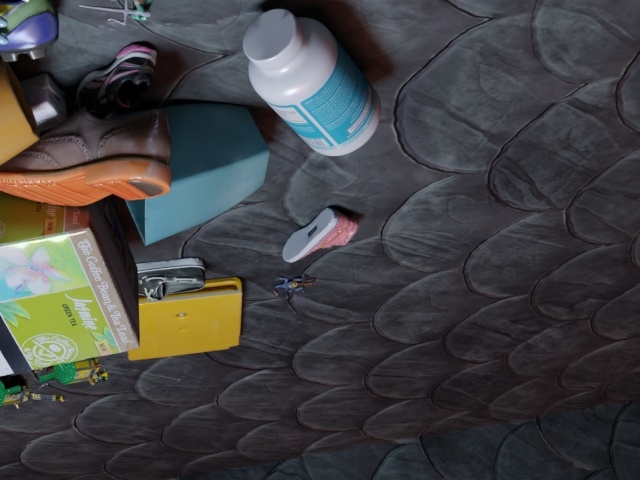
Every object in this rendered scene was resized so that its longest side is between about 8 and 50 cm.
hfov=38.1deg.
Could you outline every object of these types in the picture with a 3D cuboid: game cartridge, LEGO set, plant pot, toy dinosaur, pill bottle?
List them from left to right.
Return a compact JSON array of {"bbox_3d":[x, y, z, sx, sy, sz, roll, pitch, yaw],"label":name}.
[{"bbox_3d":[-0.520,-0.171,1.343,0.188,0.205,0.205,-22,151,-7],"label":"plant pot"},{"bbox_3d":[-0.558,0.217,1.974,0.331,0.255,0.192,-29,165,29],"label":"LEGO set"},{"bbox_3d":[-0.333,0.193,2.229,0.285,0.052,0.323,-6,152,-10],"label":"game cartridge"},{"bbox_3d":[-0.217,-0.132,1.583,0.234,0.165,0.165,-19,154,-21],"label":"plant pot"},{"bbox_3d":[-0.070,0.111,2.183,0.082,0.047,0.090,-11,167,39],"label":"toy dinosaur"},{"bbox_3d":[-0.016,-0.251,1.460,0.146,0.146,0.264,-22,149,18],"label":"pill bottle"}]

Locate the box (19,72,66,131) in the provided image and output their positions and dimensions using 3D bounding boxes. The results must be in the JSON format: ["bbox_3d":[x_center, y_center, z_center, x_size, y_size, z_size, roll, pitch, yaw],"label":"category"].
[{"bbox_3d":[-0.564,-0.181,1.477,0.324,0.063,0.067,-16,150,9],"label":"box"}]

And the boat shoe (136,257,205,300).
[{"bbox_3d":[-0.359,0.091,2.013,0.219,0.070,0.078,-11,150,-1],"label":"boat shoe"}]

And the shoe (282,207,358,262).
[{"bbox_3d":[0.000,0.000,1.984,0.081,0.063,0.178,21,134,-36],"label":"shoe"}]

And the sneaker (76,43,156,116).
[{"bbox_3d":[-0.324,-0.232,1.456,0.072,0.077,0.178,17,141,-38],"label":"sneaker"}]

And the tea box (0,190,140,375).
[{"bbox_3d":[-0.520,0.047,1.668,0.324,0.220,0.329,-12,136,-1],"label":"tea box"}]

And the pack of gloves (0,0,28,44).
[{"bbox_3d":[-0.488,-0.333,1.170,0.232,0.046,0.195,23,123,-23],"label":"pack of gloves"}]

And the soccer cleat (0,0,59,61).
[{"bbox_3d":[-0.509,-0.307,1.281,0.289,0.093,0.121,-5,120,-3],"label":"soccer cleat"}]

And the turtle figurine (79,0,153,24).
[{"bbox_3d":[-0.205,-0.379,1.205,0.234,0.118,0.175,-17,169,-21],"label":"turtle figurine"}]

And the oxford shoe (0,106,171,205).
[{"bbox_3d":[-0.383,-0.133,1.456,0.364,0.132,0.130,-1,166,23],"label":"oxford shoe"}]
